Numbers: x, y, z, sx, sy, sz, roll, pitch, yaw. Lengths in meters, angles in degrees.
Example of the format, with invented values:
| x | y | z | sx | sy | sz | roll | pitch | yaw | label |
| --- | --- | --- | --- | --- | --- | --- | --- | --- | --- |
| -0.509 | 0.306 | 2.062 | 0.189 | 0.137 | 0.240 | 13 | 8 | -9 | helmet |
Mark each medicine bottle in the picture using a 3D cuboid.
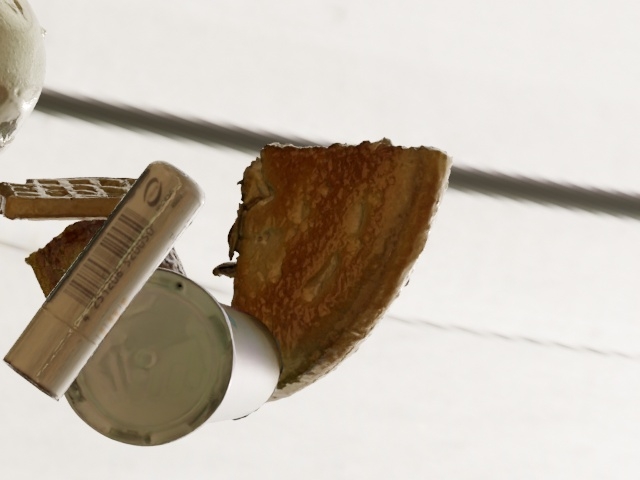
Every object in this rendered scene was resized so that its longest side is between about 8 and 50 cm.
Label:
| x | y | z | sx | sy | sz | roll | pitch | yaw | label |
| --- | --- | --- | --- | --- | --- | --- | --- | --- | --- |
| -0.093 | 0.084 | 1.396 | 0.426 | 0.108 | 0.108 | 55 | 51 | -85 | medicine bottle |

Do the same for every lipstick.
| x | y | z | sx | sy | sz | roll | pitch | yaw | label |
| --- | --- | --- | --- | --- | --- | --- | --- | --- | --- |
| -0.116 | 0.020 | 1.089 | 0.141 | 0.040 | 0.040 | -55 | -150 | -10 | lipstick |

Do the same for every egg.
| x | y | z | sx | sy | sz | roll | pitch | yaw | label |
| --- | --- | --- | --- | --- | --- | --- | --- | --- | --- |
| -0.354 | -0.143 | 1.731 | 0.244 | 0.201 | 0.201 | -33 | -140 | 4 | egg |

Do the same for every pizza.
| x | y | z | sx | sy | sz | roll | pitch | yaw | label |
| --- | --- | --- | --- | --- | --- | --- | --- | --- | --- |
| 0.000 | 0.000 | 1.675 | 0.289 | 0.081 | 0.229 | -56 | -136 | 23 | pizza |

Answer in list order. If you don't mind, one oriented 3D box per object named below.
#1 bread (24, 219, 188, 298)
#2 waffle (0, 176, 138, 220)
| x | y | z | sx | sy | sz | roll | pitch | yaw | label |
| --- | --- | --- | --- | --- | --- | --- | --- | --- | --- |
| -0.175 | 0.062 | 1.845 | 0.103 | 0.132 | 0.172 | -41 | -110 | 48 | bread |
| -0.182 | -0.032 | 1.536 | 0.092 | 0.135 | 0.021 | -142 | -126 | -68 | waffle |
